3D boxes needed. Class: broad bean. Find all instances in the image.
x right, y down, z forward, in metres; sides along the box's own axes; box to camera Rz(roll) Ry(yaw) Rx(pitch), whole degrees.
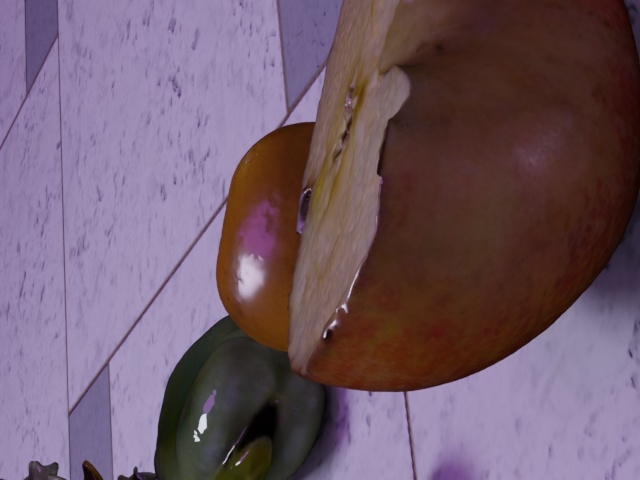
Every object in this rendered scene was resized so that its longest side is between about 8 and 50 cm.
[{"bbox_3d":[-0.069,0.137,1.446,0.169,0.100,0.228,-65,13,7],"label":"broad bean"}]

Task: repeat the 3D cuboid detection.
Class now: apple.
[{"bbox_3d":[0.087,-0.049,1.032,0.251,0.163,0.293,115,166,-58],"label":"apple"}]

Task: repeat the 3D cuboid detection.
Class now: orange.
[{"bbox_3d":[0.000,0.000,1.262,0.159,0.136,0.159,-167,90,-86],"label":"orange"}]

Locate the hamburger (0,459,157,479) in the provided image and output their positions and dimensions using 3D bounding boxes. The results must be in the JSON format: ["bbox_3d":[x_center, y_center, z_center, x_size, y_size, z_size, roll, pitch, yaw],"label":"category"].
[{"bbox_3d":[-0.183,0.316,1.513,0.274,0.212,0.274,-169,90,-67],"label":"hamburger"}]
